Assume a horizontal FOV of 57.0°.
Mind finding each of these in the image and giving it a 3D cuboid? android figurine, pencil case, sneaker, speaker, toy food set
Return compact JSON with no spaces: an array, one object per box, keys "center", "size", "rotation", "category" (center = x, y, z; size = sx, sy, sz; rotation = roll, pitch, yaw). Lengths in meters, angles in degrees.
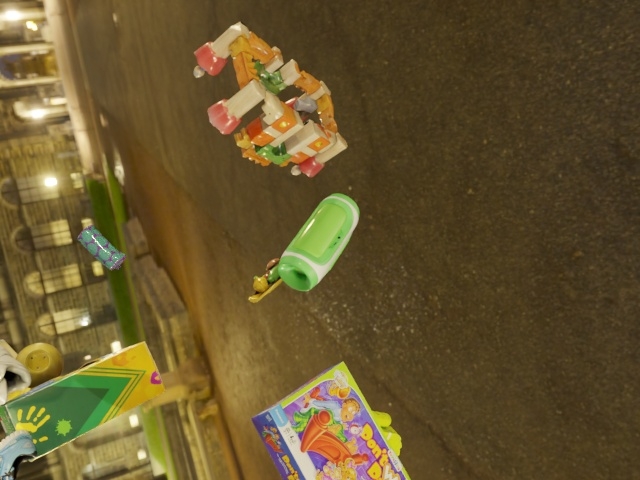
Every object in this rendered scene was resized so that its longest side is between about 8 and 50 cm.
[{"center":[0.134,0.627,1.765],"size":[0.056,0.272,0.248],"rotation":[35,103,55],"category":"android figurine"},{"center":[-0.661,0.022,1.788],"size":[0.151,0.070,0.064],"rotation":[42,133,4],"category":"pencil case"},{"center":[-0.569,0.236,0.951],"size":[0.115,0.232,0.091],"rotation":[17,106,17],"category":"sneaker"},{"center":[-0.616,0.437,1.119],"size":[0.073,0.162,0.063],"rotation":[40,149,17],"category":"sneaker"},{"center":[0.000,0.000,1.651],"size":[0.131,0.297,0.131],"rotation":[21,142,18],"category":"speaker"},{"center":[-0.157,0.112,1.822],"size":[0.128,0.218,0.071],"rotation":[-40,91,30],"category":"toy food set"}]

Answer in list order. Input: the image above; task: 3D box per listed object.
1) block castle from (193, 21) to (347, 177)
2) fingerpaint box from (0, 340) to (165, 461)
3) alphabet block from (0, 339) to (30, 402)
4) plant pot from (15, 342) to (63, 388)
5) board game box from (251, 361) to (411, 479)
[{"center":[-0.145,-0.381,1.717],"size":[0.212,0.453,0.303],"rotation":[-31,60,27],"category":"block castle"},{"center":[-0.702,0.455,1.695],"size":[0.444,0.371,0.163],"rotation":[-26,87,56],"category":"fingerpaint box"},{"center":[-1.119,0.480,1.985],"size":[0.197,0.193,0.192],"rotation":[44,-172,6],"category":"alphabet block"},{"center":[-0.817,0.356,1.707],"size":[0.095,0.134,0.134],"rotation":[-40,64,60],"category":"plant pot"},{"center":[0.040,0.463,1.230],"size":[0.078,0.233,0.347],"rotation":[-38,80,45],"category":"board game box"}]
